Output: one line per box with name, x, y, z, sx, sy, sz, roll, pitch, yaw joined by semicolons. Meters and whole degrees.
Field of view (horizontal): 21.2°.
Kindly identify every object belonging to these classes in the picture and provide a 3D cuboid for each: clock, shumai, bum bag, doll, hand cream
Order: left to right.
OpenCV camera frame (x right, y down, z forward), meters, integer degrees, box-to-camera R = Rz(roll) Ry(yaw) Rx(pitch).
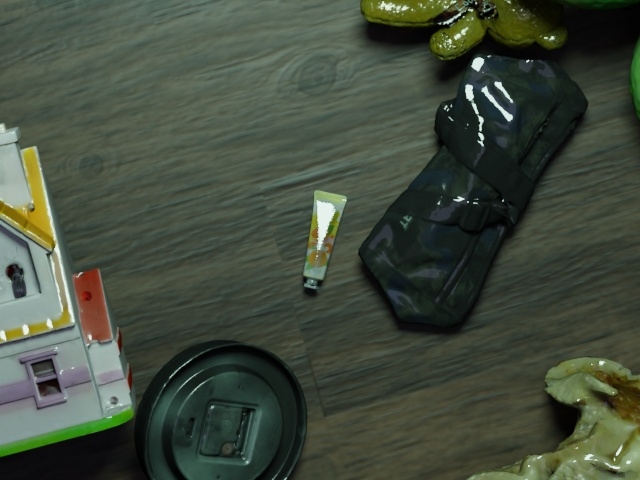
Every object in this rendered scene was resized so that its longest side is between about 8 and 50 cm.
clock;-0.332;0.048;1.689;0.235;0.166;0.309;-14;101;-3
clock;-0.101;0.190;1.732;0.184;0.040;0.184;-6;102;-29
hand cream;0.000;0.000;1.776;0.035;0.022;0.102;13;87;1
doll;0.146;-0.251;1.724;0.210;0.097;0.137;4;55;-8
bum bag;0.152;-0.055;1.758;0.137;0.074;0.310;29;92;-11
shumai;0.294;0.260;1.747;0.314;0.267;0.262;45;56;-31

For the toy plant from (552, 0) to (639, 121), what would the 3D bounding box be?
toy plant;0.372;-0.310;1.679;0.356;0.210;0.317;-42;124;5
